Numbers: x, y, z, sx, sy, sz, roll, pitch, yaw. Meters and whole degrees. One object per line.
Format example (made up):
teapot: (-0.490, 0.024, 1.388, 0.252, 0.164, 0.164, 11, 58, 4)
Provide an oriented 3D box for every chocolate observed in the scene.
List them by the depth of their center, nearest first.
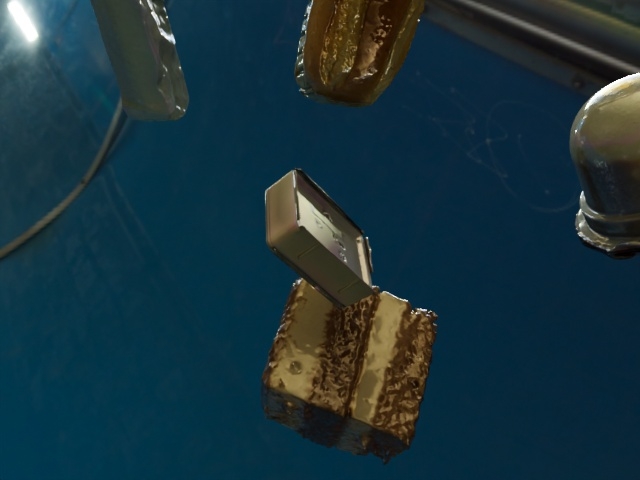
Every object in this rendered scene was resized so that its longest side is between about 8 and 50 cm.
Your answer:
chocolate: (0.327, -0.089, 0.682, 0.221, 0.147, 0.221, -38, -161, 16)

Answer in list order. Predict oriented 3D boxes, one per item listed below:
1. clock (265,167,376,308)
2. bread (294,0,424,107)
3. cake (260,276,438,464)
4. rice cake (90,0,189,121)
clock: (0.000, 0.000, 1.038, 0.071, 0.192, 0.147, -32, -142, 22)
bread: (0.052, -0.285, 0.848, 0.139, 0.237, 0.106, 15, -172, -14)
cake: (0.046, 0.240, 1.232, 0.290, 0.256, 0.282, 16, -120, 2)
rice cake: (-0.100, -0.143, 0.335, 0.042, 0.180, 0.030, 2, -142, 13)
